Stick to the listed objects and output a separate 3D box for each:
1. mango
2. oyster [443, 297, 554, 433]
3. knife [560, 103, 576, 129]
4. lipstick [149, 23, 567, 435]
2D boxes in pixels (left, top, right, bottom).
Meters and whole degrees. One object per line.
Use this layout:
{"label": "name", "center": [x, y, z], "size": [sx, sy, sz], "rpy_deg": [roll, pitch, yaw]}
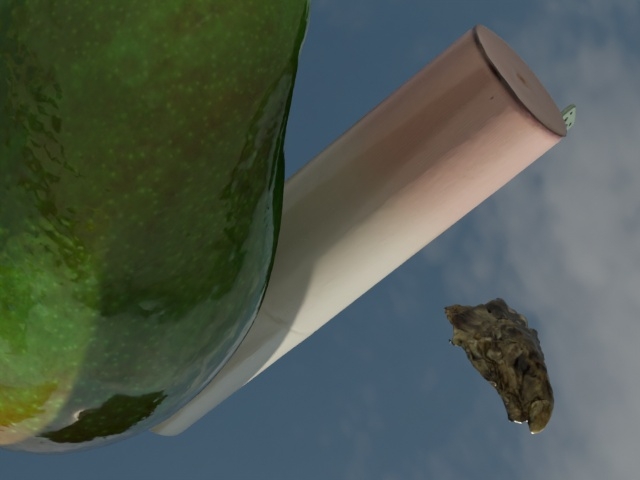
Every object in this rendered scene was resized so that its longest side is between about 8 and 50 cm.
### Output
{"label": "mango", "center": [-0.119, -0.033, 0.818], "size": [0.225, 0.382, 0.201], "rpy_deg": [47, -145, 20]}
{"label": "oyster", "center": [0.167, 0.104, 1.310], "size": [0.103, 0.051, 0.148], "rpy_deg": [10, -133, -45]}
{"label": "knife", "center": [0.159, -0.067, 1.125], "size": [0.096, 0.027, 0.010], "rpy_deg": [-40, -118, -18]}
{"label": "lipstick", "center": [0.000, 0.000, 0.948], "size": [0.087, 0.327, 0.087], "rpy_deg": [43, -157, -23]}
